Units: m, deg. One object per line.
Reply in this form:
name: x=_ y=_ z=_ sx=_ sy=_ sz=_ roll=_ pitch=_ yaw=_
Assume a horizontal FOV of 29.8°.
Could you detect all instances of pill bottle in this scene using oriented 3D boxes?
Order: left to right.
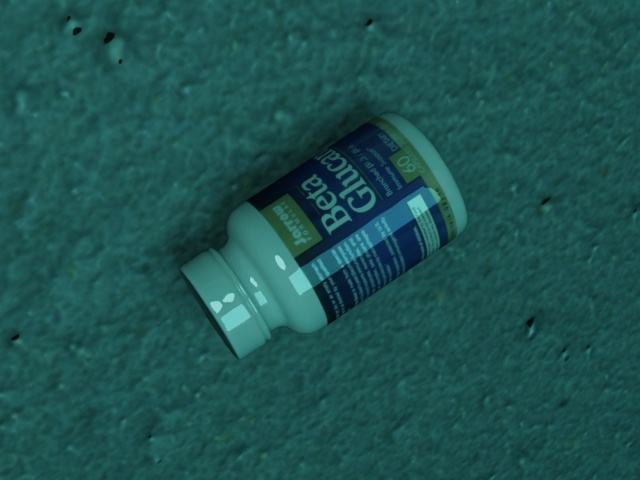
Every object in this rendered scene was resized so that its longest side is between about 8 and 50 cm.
pill bottle: x=0.000 y=0.000 z=0.760 sx=0.169 sy=0.094 sz=0.094 roll=-34 pitch=129 yaw=-10
